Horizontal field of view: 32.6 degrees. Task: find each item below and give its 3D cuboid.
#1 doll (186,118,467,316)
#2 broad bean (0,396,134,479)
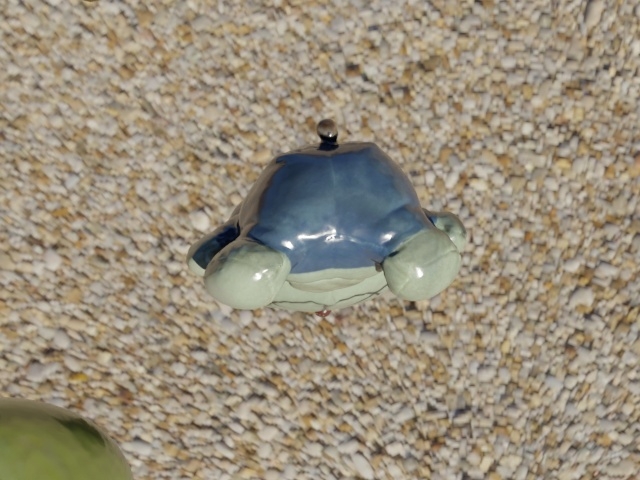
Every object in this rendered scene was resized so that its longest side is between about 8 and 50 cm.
[{"bbox_3d":[0.000,0.000,0.931,0.228,0.258,0.154,-7,77,-6],"label":"doll"},{"bbox_3d":[-0.218,0.201,0.593,0.119,0.238,0.291,26,34,33],"label":"broad bean"}]
